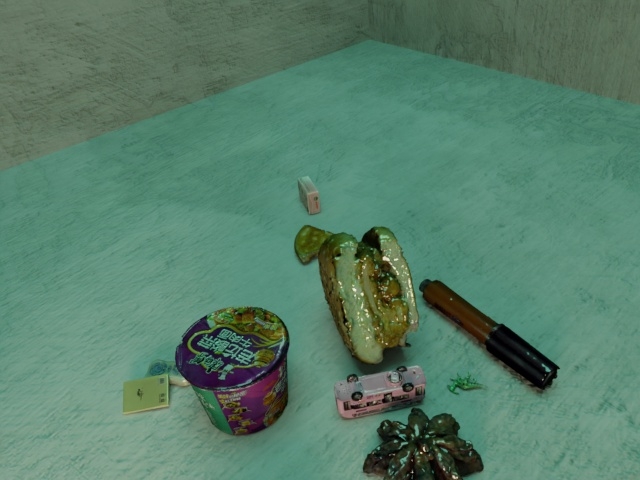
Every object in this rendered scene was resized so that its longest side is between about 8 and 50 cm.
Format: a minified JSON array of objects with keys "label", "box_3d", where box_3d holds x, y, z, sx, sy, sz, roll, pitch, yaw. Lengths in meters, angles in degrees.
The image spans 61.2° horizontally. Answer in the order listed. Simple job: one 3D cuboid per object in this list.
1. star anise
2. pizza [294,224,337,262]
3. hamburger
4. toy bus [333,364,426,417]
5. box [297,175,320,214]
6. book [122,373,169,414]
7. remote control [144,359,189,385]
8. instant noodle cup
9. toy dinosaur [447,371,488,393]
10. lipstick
[{"label":"star anise","box_3d":[0.204,0.424,1.066,0.223,0.109,0.236,-14,35,-17]},{"label":"pizza","box_3d":[0.000,0.000,1.728,0.176,0.036,0.185,-9,34,-6]},{"label":"hamburger","box_3d":[0.111,0.124,1.334,0.195,0.318,0.277,-16,5,-9]},{"label":"toy bus","box_3d":[0.132,0.336,1.205,0.203,0.090,0.063,-10,37,-4]},{"label":"box","box_3d":[-0.041,-0.160,1.906,0.043,0.089,0.125,-15,38,-12]},{"label":"book","box_3d":[-0.416,0.366,1.291,0.110,0.014,0.077,-11,58,0]},{"label":"remote control","box_3d":[-0.372,0.328,1.345,0.122,0.032,0.074,-2,36,5]},{"label":"instant noodle cup","box_3d":[-0.181,0.300,1.219,0.251,0.190,0.251,-4,35,3]},{"label":"toy dinosaur","box_3d":[0.333,0.332,1.237,0.062,0.021,0.083,-38,42,-26]},{"label":"lipstick","box_3d":[0.398,0.214,1.341,0.077,0.077,0.418,-25,38,-23]}]
